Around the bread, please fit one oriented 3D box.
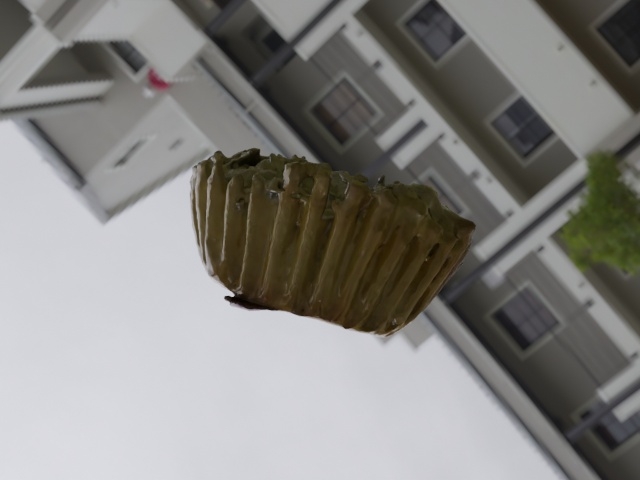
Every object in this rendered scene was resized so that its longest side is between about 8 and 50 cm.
[{"bbox_3d":[0.000,0.000,1.034,0.274,0.149,0.274,18,180,0],"label":"bread"}]
